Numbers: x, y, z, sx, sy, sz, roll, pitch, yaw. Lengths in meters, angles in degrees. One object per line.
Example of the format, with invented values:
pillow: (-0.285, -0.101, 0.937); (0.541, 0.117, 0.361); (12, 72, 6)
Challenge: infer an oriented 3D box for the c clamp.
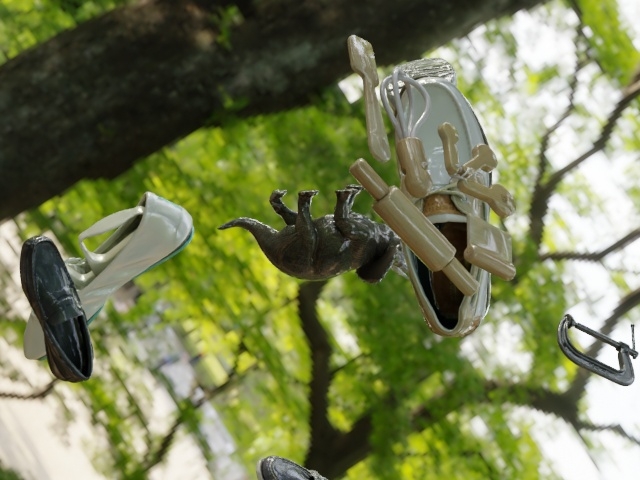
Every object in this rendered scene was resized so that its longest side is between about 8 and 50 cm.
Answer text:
c clamp: (0.409, 0.154, 1.992); (0.161, 0.022, 0.137); (22, 41, -22)

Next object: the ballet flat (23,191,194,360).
ballet flat: (-0.407, 0.051, 2.397); (0.139, 0.400, 0.139); (50, 10, -12)

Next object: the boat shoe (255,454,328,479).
boat shoe: (0.011, 0.320, 1.690); (0.206, 0.065, 0.075); (37, 34, -22)

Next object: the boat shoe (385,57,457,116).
boat shoe: (0.174, -0.191, 2.172); (0.320, 0.118, 0.103); (-98, 177, -53)

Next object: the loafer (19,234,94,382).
loafer: (-0.374, 0.099, 1.950); (0.078, 0.076, 0.223); (3, -70, 49)

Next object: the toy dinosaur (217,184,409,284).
toy dinosaur: (0.000, 0.000, 2.044); (0.121, 0.314, 0.160); (-102, -172, -83)

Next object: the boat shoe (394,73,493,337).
boat shoe: (0.143, -0.039, 1.533); (0.103, 0.113, 0.302); (-37, 117, -77)

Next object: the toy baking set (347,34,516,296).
toy baking set: (0.094, -0.067, 1.260); (0.256, 0.030, 0.196); (43, 37, -16)

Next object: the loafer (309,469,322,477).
loafer: (-0.041, 0.413, 2.169); (0.050, 0.148, 0.056); (12, -62, 41)
